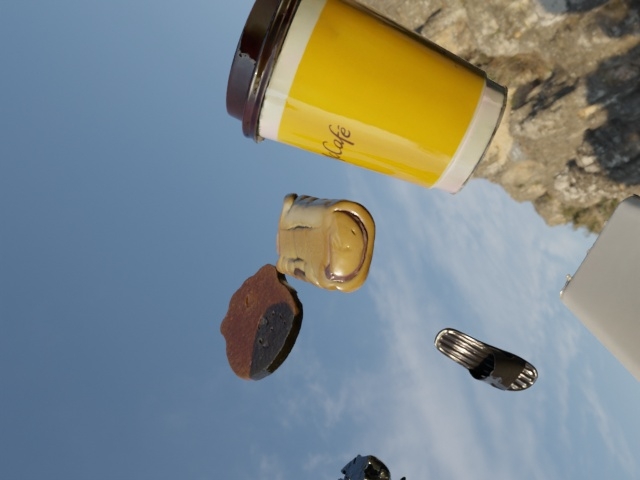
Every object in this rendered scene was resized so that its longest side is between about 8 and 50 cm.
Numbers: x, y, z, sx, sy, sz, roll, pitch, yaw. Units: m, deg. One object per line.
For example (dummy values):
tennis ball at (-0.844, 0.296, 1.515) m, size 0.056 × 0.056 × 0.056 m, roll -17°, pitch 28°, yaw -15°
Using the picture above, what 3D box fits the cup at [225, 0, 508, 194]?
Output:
cup at (0.046, -0.162, 0.596) m, size 0.280 × 0.196 × 0.196 m, roll 23°, pitch -144°, yaw -3°

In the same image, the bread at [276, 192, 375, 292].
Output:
bread at (0.000, 0.000, 0.813) m, size 0.081 × 0.225 × 0.134 m, roll 1°, pitch -83°, yaw -28°

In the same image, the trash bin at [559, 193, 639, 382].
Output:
trash bin at (0.482, 0.089, 0.587) m, size 0.256 × 0.296 × 0.367 m, roll 15°, pitch -160°, yaw -21°

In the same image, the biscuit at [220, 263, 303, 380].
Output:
biscuit at (-0.152, 0.212, 1.383) m, size 0.049 × 0.273 × 0.257 m, roll 22°, pitch -154°, yaw -46°

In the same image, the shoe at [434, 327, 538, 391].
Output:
shoe at (0.244, 0.185, 0.812) m, size 0.159 × 0.062 × 0.053 m, roll 27°, pitch -162°, yaw 10°

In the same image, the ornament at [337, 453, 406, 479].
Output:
ornament at (0.177, 0.551, 1.215) m, size 0.236 × 0.202 × 0.080 m, roll 23°, pitch -122°, yaw -6°
